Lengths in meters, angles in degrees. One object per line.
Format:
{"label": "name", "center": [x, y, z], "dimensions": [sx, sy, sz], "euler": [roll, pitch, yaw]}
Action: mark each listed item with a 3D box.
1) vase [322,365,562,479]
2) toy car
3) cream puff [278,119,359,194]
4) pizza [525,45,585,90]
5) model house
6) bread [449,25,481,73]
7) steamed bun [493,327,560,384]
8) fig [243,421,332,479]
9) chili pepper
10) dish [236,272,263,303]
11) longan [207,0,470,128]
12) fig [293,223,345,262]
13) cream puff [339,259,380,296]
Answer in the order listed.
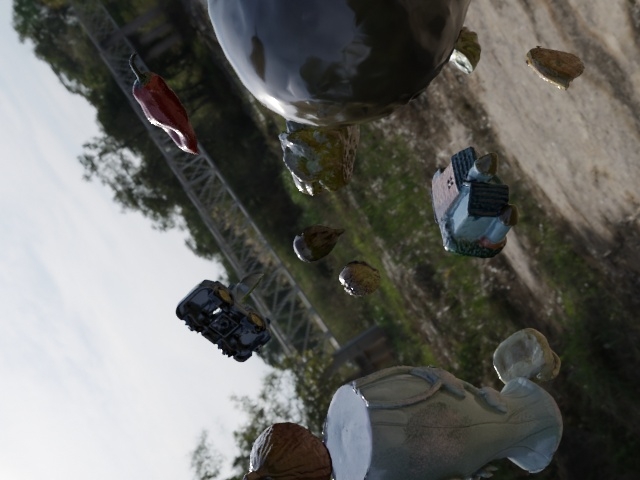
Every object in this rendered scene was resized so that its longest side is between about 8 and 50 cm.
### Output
{"label": "vase", "center": [0.241, 0.361, 1.276], "dimensions": [0.250, 0.445, 0.250], "euler": [-176, 90, -65]}
{"label": "toy car", "center": [-0.183, 0.146, 1.302], "dimensions": [0.191, 0.097, 0.100], "euler": [41, -162, -23]}
{"label": "cream puff", "center": [0.005, -0.230, 1.612], "dimensions": [0.244, 0.196, 0.244], "euler": [-17, -90, -83]}
{"label": "pizza", "center": [0.667, -0.489, 1.873], "dimensions": [0.182, 0.161, 0.063], "euler": [44, 150, 37]}
{"label": "model house", "center": [0.416, -0.123, 1.715], "dimensions": [0.291, 0.184, 0.253], "euler": [106, 164, -59]}
{"label": "bread", "center": [0.365, -0.509, 1.735], "dimensions": [0.083, 0.094, 0.157], "euler": [74, 172, -71]}
{"label": "steamed bun", "center": [0.603, 0.344, 1.898], "dimensions": [0.155, 0.172, 0.141], "euler": [24, -139, -33]}
{"label": "fig", "center": [-0.058, 0.303, 0.936], "dimensions": [0.153, 0.119, 0.119], "euler": [45, -176, -42]}
{"label": "chili pepper", "center": [-0.231, -0.192, 0.983], "dimensions": [0.059, 0.050, 0.191], "euler": [9, 146, 34]}
{"label": "dish", "center": [-0.202, 0.129, 1.725], "dimensions": [0.039, 0.137, 0.091], "euler": [39, 142, 2]}
{"label": "longan", "center": [0.027, -0.374, 1.028], "dimensions": [0.436, 0.403, 0.404], "euler": [62, -179, 29]}
{"label": "fig", "center": [0.000, 0.000, 1.911], "dimensions": [0.109, 0.154, 0.103], "euler": [-100, -12, -54]}
{"label": "cream puff", "center": [0.126, 0.128, 2.157], "dimensions": [0.133, 0.104, 0.120], "euler": [19, 133, 17]}
